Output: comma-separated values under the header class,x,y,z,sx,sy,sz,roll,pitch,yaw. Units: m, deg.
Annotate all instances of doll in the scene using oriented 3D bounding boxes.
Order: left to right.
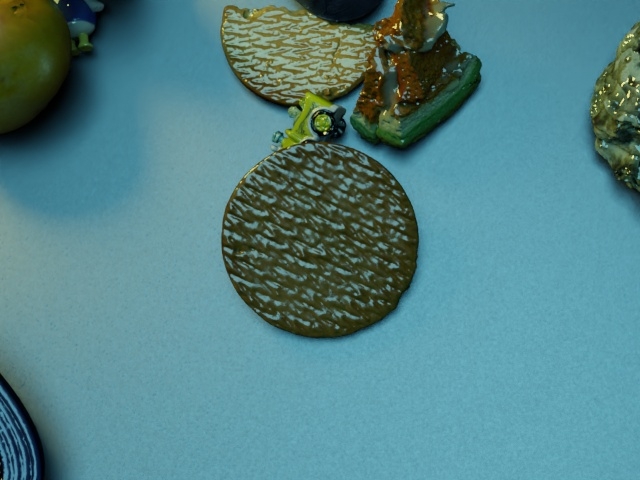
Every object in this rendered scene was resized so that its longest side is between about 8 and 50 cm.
class,x,y,z,sx,sy,sz,roll,pitch,yaw
doll,-0.347,-0.330,1.925,0.099,0.057,0.143,-18,74,22

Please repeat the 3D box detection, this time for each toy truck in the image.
class,x,y,z,sx,sy,sz,roll,pitch,yaw
toy truck,-0.019,-0.143,1.839,0.077,0.076,0.111,32,99,11

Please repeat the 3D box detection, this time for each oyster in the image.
class,x,y,z,sx,sy,sz,roll,pitch,yaw
oyster,0.446,-0.173,1.791,0.198,0.112,0.267,-25,74,-1

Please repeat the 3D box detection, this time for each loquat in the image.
class,x,y,z,sx,sy,sz,roll,pitch,yaw
loquat,-0.448,-0.253,1.830,0.235,0.235,0.235,-1,78,5

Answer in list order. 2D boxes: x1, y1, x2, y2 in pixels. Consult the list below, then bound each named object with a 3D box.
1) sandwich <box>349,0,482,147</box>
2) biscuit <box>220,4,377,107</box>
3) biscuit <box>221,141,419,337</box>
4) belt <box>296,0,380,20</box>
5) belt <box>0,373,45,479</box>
class,x,y,z,sx,sy,sz,roll,pitch,yaw
sandwich,0.118,-0.223,1.809,0.109,0.160,0.185,33,74,30
biscuit,-0.030,-0.251,1.890,0.224,0.033,0.144,6,80,5
biscuit,0.000,0.000,1.797,0.262,0.037,0.262,0,95,-1
belt,0.010,-0.391,1.888,0.141,0.082,0.190,-33,66,-10
belt,-0.500,0.226,1.749,0.212,0.117,0.347,-43,93,-9
